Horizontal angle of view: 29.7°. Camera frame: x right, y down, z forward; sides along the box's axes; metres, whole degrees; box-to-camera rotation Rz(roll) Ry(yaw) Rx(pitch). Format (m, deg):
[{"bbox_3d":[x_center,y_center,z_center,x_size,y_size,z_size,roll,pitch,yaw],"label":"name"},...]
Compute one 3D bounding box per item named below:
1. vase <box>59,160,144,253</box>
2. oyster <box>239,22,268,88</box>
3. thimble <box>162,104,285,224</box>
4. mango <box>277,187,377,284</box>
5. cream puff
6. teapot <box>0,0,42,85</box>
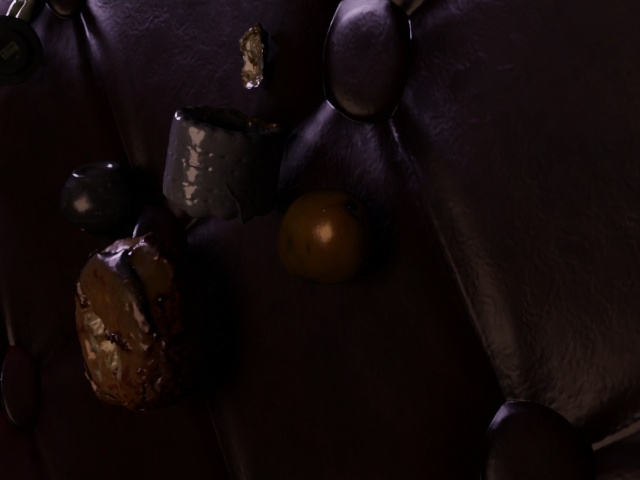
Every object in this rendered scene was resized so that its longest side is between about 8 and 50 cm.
[{"bbox_3d":[-0.304,-0.018,1.726,0.120,0.120,0.183,18,124,47],"label":"vase"},{"bbox_3d":[-0.081,-0.231,1.510,0.054,0.019,0.083,11,103,50],"label":"oyster"},{"bbox_3d":[-0.118,-0.093,1.460,0.127,0.151,0.118,23,109,33],"label":"thimble"},{"bbox_3d":[0.001,-0.005,1.378,0.163,0.089,0.111,7,99,57],"label":"mango"},{"bbox_3d":[-0.229,0.107,1.599,0.240,0.163,0.240,34,130,52],"label":"cream puff"},{"bbox_3d":[-0.513,-0.328,1.942,0.108,0.111,0.149,29,120,60],"label":"teapot"}]
